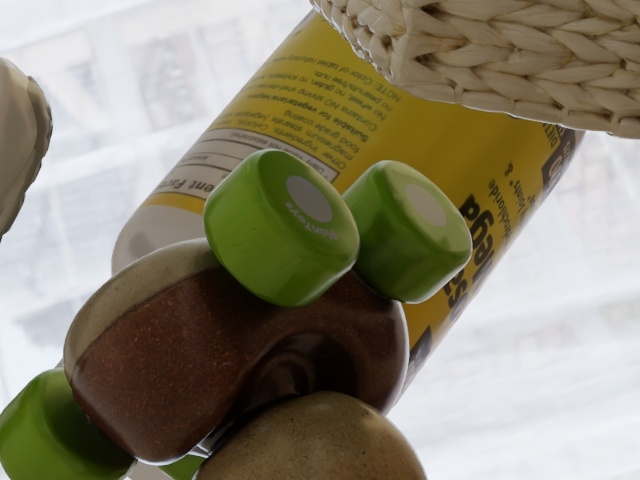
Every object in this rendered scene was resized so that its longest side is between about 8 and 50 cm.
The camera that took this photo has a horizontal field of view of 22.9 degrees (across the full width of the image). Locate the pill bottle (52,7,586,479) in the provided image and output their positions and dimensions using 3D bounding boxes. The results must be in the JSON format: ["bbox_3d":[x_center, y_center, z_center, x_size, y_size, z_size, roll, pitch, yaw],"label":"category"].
[{"bbox_3d":[0.000,0.000,0.934,0.188,0.334,0.188,31,156,16],"label":"pill bottle"}]

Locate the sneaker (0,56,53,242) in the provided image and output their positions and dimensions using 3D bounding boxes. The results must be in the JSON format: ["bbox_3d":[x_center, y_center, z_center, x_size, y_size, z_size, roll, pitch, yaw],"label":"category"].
[{"bbox_3d":[-0.241,0.004,0.603,0.129,0.297,0.111,60,-174,-31],"label":"sneaker"}]

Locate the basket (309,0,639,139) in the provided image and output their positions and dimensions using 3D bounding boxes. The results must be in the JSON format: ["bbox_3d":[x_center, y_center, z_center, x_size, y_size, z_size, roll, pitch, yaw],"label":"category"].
[{"bbox_3d":[0.063,-0.107,0.543,0.167,0.113,0.103,-122,44,-68],"label":"basket"}]

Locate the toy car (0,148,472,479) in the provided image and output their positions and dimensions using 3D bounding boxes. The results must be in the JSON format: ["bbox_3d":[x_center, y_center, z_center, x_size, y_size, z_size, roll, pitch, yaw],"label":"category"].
[{"bbox_3d":[0.003,0.089,0.562,0.149,0.155,0.188,1,-129,-55],"label":"toy car"}]
